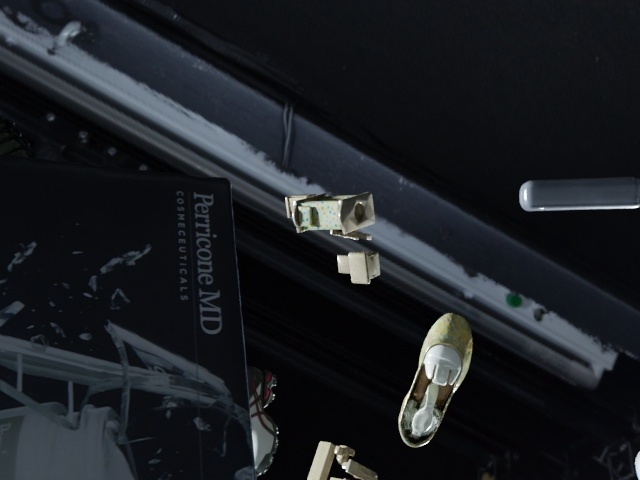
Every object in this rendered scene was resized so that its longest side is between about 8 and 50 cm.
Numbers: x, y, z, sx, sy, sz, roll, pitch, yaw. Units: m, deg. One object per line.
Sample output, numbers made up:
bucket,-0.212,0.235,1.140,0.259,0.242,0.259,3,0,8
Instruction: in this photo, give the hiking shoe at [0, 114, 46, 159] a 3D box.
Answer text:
hiking shoe,-0.394,-0.098,0.811,0.227,0.086,0.114,18,-44,34

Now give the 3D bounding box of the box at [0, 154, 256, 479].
box,-0.326,0.186,0.592,0.472,0.479,0.297,5,-33,-24

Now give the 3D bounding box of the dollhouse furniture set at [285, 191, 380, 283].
dollhouse furniture set,0.000,0.000,1.202,0.182,0.101,0.160,0,-77,38

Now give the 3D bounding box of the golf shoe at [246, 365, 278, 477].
golf shoe,-0.169,0.407,1.498,0.120,0.272,0.105,30,-59,-30

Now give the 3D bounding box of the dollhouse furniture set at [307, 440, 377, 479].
dollhouse furniture set,0.066,0.639,1.775,0.123,0.144,0.151,36,-30,-29

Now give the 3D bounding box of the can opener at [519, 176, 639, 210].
can opener,0.443,-0.045,0.969,0.284,0.076,0.095,-1,-88,11

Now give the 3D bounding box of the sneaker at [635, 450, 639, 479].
sneaker,0.619,0.467,1.131,0.087,0.092,0.228,-20,-103,10

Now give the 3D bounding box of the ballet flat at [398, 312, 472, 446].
ballet flat,0.274,0.346,1.577,0.123,0.123,0.348,18,-74,-1
